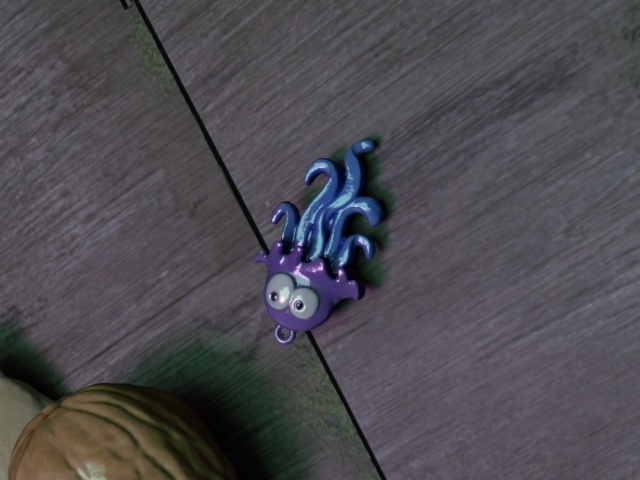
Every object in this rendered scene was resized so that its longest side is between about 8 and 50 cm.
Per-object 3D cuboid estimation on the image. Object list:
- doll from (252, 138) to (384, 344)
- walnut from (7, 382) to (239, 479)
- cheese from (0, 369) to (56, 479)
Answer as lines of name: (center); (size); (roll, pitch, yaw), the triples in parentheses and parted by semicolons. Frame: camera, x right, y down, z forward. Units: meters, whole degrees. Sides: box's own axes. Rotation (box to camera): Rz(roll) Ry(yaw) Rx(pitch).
doll: (0.000, 0.000, 1.257); (0.110, 0.067, 0.206); (21, 92, 17)
walnut: (-0.175, 0.257, 1.284); (0.225, 0.225, 0.261); (-35, 93, 26)
cheese: (-0.374, 0.250, 1.382); (0.159, 0.093, 0.263); (25, 61, -1)
